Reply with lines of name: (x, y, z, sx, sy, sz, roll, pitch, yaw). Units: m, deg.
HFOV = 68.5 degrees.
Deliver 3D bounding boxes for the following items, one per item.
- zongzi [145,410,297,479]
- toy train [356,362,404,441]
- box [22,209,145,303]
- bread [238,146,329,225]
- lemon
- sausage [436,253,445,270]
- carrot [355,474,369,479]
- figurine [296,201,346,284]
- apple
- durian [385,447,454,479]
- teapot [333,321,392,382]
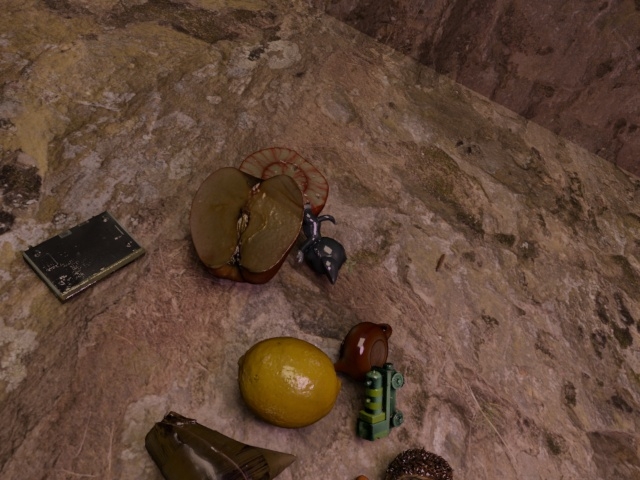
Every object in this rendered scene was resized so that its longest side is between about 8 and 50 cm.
zongzi: (-0.238, 0.507, 1.150, 0.274, 0.145, 0.300, 46, 35, 21)
toy train: (0.168, 0.448, 1.315, 0.132, 0.083, 0.200, 0, 89, -41)
box: (-0.682, 0.035, 1.365, 0.211, 0.045, 0.270, 44, 52, 12)
bread: (-0.129, -0.200, 1.718, 0.328, 0.114, 0.295, 36, 49, 8)
lemon: (-0.085, 0.370, 1.231, 0.263, 0.235, 0.236, 16, 48, 12)
sausage: (0.461, 0.084, 1.801, 0.015, 0.015, 0.100, 32, 50, 4)
carrot: (0.073, 0.683, 1.184, 0.037, 0.037, 0.190, 34, 51, 5)
figurine: (0.003, -0.004, 1.581, 0.140, 0.265, 0.193, -3, 13, 15)
apple: (-0.226, -0.050, 1.453, 0.295, 0.329, 0.364, 25, 63, -36)
durian: (0.266, 0.633, 1.206, 0.196, 0.167, 0.196, -4, 70, 12)
teapot: (0.130, 0.319, 1.421, 0.135, 0.178, 0.252, 8, 28, 35)
